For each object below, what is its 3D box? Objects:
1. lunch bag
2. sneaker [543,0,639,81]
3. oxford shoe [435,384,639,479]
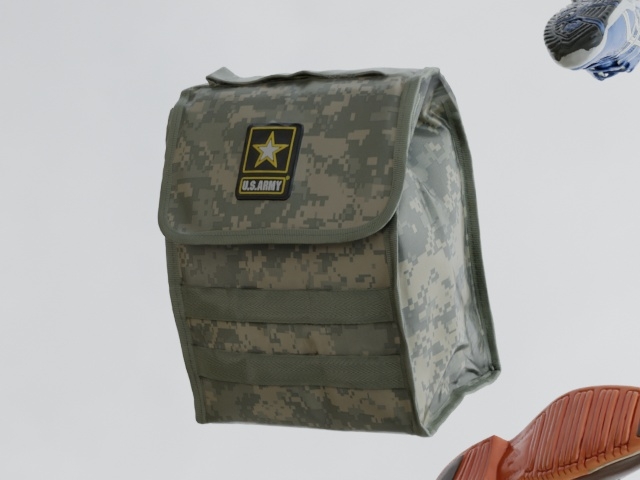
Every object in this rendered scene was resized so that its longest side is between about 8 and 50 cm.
[{"bbox_3d":[0.000,0.000,1.282,0.235,0.169,0.287,0,-73,32],"label":"lunch bag"},{"bbox_3d":[0.260,-0.184,1.431,0.080,0.211,0.081,-16,-77,28],"label":"sneaker"},{"bbox_3d":[0.289,0.272,1.845,0.133,0.130,0.363,41,-41,-16],"label":"oxford shoe"}]
